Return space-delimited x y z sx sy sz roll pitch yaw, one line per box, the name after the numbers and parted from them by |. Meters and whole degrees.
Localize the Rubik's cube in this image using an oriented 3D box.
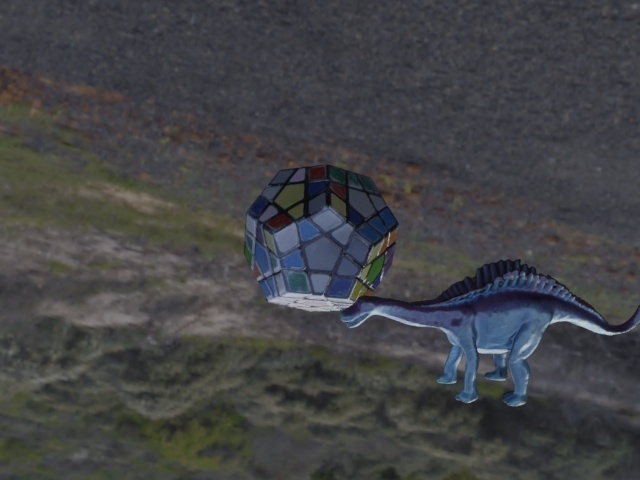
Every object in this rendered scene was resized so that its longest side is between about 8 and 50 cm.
0.000 0.000 0.702 0.111 0.111 0.093 14 -167 -6 | Rubik's cube

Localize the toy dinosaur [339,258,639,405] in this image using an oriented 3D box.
0.107 0.052 0.597 0.198 0.080 0.045 -1 -165 -13 | toy dinosaur
